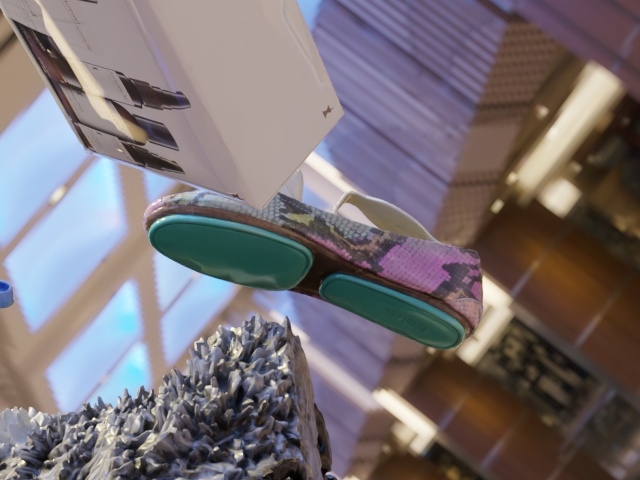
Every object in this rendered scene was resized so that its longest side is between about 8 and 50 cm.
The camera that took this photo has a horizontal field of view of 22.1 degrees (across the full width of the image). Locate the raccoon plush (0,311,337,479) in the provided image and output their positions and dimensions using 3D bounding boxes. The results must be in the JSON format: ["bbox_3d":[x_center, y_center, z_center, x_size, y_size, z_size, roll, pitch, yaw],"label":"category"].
[{"bbox_3d":[-0.147,0.161,0.897,0.299,0.216,0.446,-12,-12,3],"label":"raccoon plush"}]

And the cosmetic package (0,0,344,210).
[{"bbox_3d":[-0.080,-0.119,0.547,0.060,0.099,0.239,-52,-41,-26],"label":"cosmetic package"}]

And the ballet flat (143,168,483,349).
[{"bbox_3d":[0.000,0.000,1.004,0.077,0.221,0.079,130,155,-56],"label":"ballet flat"}]

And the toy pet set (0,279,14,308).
[{"bbox_3d":[-0.215,-0.009,0.729,0.122,0.114,0.065,-18,-53,-42],"label":"toy pet set"}]
